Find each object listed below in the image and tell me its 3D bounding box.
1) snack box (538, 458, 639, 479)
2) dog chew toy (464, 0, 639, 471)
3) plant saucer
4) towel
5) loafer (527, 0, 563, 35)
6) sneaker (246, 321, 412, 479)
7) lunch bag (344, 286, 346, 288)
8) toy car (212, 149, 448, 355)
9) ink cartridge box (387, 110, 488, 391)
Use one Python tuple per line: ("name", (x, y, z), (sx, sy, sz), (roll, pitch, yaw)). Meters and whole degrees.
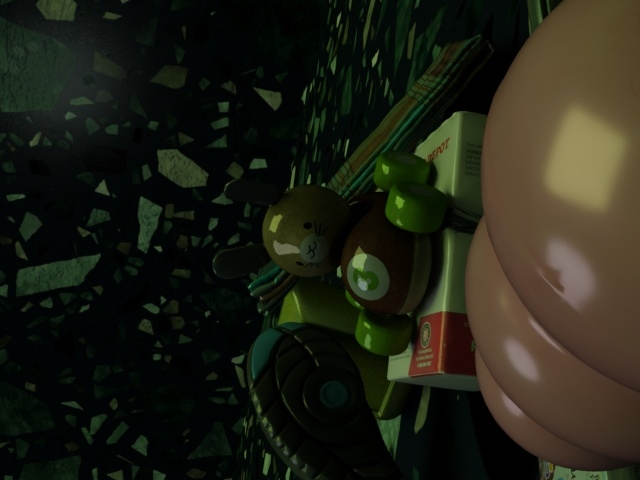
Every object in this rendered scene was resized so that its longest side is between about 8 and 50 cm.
("snack box", (0.189, 0.185, 0.632), (0.100, 0.037, 0.141), (114, 162, -54))
("dog chew toy", (0.168, 0.017, 0.470), (0.332, 0.206, 0.207), (97, 176, -56))
("plant saucer", (0.032, 0.147, 1.130), (0.045, 0.188, 0.188), (-76, 1, -51))
("towel", (0.050, -0.088, 1.076), (0.370, 0.040, 0.271), (-49, 7, 8))
("loafer", (0.205, -0.265, 0.789), (0.084, 0.096, 0.268), (114, 161, -78))
("sneaker", (0.019, 0.246, 1.015), (0.341, 0.125, 0.140), (58, 162, 27))
("lunch bag", (0.092, 0.063, 1.183), (0.151, 0.096, 0.129), (-57, 19, 34))
("toy car", (0.000, 0.000, 0.843), (0.149, 0.188, 0.155), (-102, 22, -63))
("ink cartridge box", (0.140, 0.018, 0.881), (0.172, 0.100, 0.237), (137, 140, -75))
